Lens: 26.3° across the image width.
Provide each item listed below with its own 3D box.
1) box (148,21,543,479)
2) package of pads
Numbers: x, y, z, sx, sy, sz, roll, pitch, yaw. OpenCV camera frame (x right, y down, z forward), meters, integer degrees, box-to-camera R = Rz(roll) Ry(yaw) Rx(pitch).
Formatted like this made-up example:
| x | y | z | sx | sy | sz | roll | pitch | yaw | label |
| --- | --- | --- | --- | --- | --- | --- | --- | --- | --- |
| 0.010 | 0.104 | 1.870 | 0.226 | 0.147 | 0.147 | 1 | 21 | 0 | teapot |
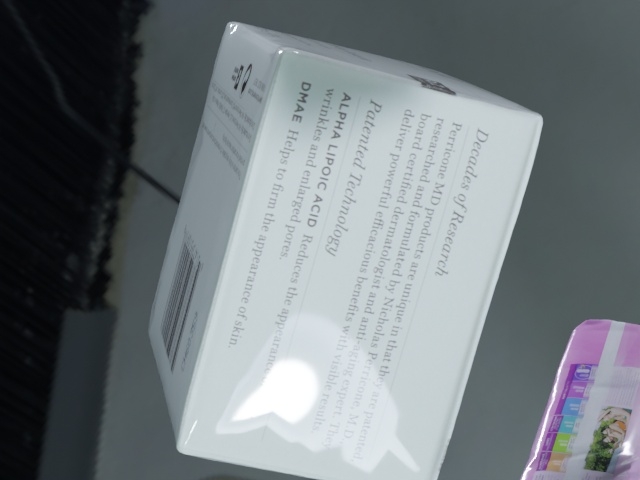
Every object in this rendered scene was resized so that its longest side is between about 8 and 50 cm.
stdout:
| x | y | z | sx | sy | sz | roll | pitch | yaw | label |
| --- | --- | --- | --- | --- | --- | --- | --- | --- | --- |
| 0.000 | 0.000 | 0.653 | 0.181 | 0.119 | 0.182 | -132 | 57 | -73 | box |
| 0.072 | 0.066 | 0.356 | 0.032 | 0.050 | 0.083 | 2 | 39 | 25 | package of pads |
